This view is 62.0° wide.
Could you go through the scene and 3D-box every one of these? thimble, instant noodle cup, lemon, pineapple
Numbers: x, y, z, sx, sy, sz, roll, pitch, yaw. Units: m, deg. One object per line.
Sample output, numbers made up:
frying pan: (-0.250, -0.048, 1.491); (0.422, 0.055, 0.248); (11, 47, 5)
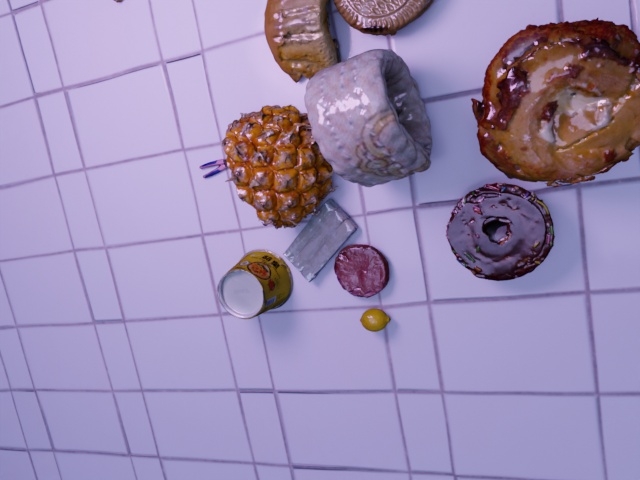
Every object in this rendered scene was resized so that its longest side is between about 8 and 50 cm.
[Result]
thimble: (0.113, -0.263, 1.177); (0.195, 0.291, 0.291); (-15, 98, 29)
instant noodle cup: (-0.186, 0.127, 1.461); (0.182, 0.144, 0.182); (5, 104, 20)
lemon: (0.144, 0.209, 1.402); (0.083, 0.062, 0.062); (-2, 102, 17)
pineapple: (-0.081, -0.214, 1.301); (0.286, 0.209, 0.344); (-27, 91, 24)

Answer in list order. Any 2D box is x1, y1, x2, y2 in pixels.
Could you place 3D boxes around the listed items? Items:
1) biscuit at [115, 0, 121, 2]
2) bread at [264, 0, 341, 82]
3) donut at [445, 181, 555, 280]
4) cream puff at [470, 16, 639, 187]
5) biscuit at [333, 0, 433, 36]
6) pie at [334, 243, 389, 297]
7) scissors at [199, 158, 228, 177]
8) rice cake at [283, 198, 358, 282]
biscuit: (-0.599, -0.777, 1.456); (0.237, 0.026, 0.131); (46, 112, 6)
bread: (-0.052, -0.499, 1.249); (0.174, 0.133, 0.251); (2, 109, 20)
donut: (0.412, -0.025, 1.227); (0.235, 0.089, 0.235); (6, 106, 20)
cream puff: (0.476, -0.281, 1.063); (0.351, 0.228, 0.350); (5, 126, 7)
biscuit: (0.147, -0.591, 1.191); (0.259, 0.079, 0.259); (5, 105, 19)
pie: (0.108, 0.077, 1.396); (0.155, 0.036, 0.154); (5, 105, 20)
scissors: (-0.288, -0.206, 1.487); (0.113, 0.012, 0.039); (-15, 98, 23)
rice cake: (0.000, 0.000, 1.417); (0.124, 0.038, 0.211); (47, 113, 4)
